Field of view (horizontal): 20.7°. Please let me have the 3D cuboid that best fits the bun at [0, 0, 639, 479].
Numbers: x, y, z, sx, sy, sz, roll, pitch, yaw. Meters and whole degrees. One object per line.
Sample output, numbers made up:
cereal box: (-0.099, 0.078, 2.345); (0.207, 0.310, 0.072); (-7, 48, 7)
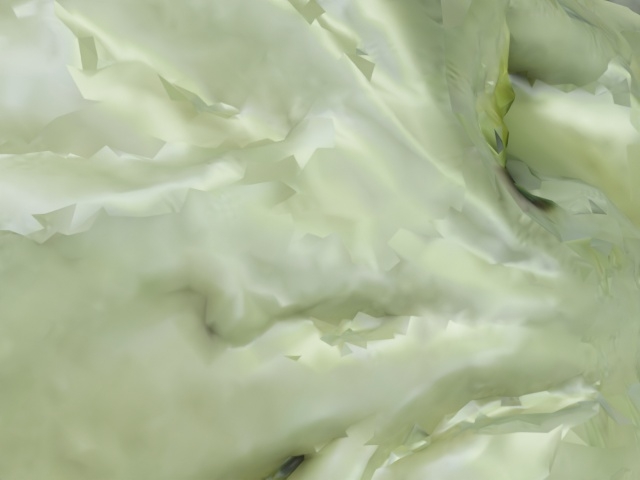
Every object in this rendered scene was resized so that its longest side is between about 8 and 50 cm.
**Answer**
bun: (0.000, 0.000, 0.524); (0.211, 0.359, 0.360); (-39, -110, 35)
